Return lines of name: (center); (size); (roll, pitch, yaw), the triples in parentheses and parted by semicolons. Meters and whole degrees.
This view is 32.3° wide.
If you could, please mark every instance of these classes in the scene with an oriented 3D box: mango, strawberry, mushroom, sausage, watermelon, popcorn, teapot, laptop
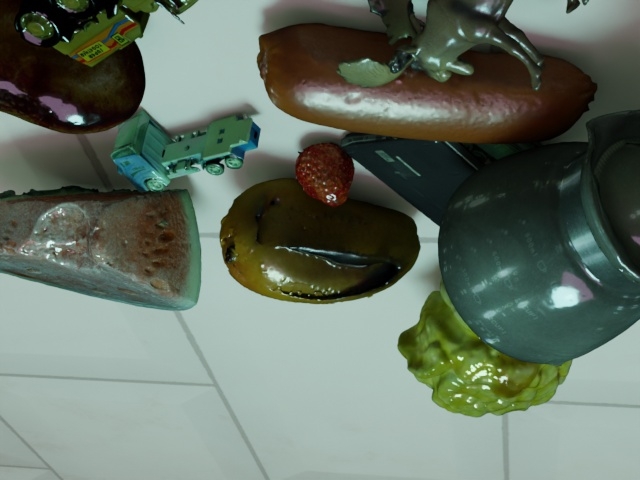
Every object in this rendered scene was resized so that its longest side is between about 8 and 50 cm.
mango: (0.000, 0.000, 1.346); (0.248, 0.156, 0.151); (-2, 173, -11)
strawberry: (0.006, -0.072, 1.277); (0.073, 0.083, 0.073); (-2, 135, -2)
mushroom: (-0.299, -0.174, 1.171); (0.227, 0.148, 0.217); (24, 165, -7)
sausage: (0.106, -0.151, 1.115); (0.348, 0.094, 0.097); (8, 151, -2)
watermelon: (-0.295, -0.016, 1.354); (0.318, 0.148, 0.226); (12, 170, -3)
popcorn: (0.227, 0.130, 1.466); (0.235, 0.181, 0.217); (13, 147, -18)
teapot: (0.278, 0.026, 1.068); (0.223, 0.305, 0.285); (-3, 164, -26)
laptop: (0.139, -0.068, 1.272); (0.153, 0.026, 0.207); (2, 154, 48)

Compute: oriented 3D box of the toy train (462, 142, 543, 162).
toy train: (0.202, -0.101, 1.229); (0.148, 0.038, 0.071); (30, 140, -30)

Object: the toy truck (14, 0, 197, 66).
toy truck: (-0.158, -0.250, 0.980); (0.127, 0.127, 0.257); (33, 140, -29)

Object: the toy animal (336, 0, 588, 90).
toy animal: (0.128, -0.206, 1.004); (0.186, 0.094, 0.214); (28, 119, 0)

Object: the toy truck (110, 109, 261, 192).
toy truck: (-0.157, -0.112, 1.266); (0.175, 0.067, 0.081); (-11, 143, 29)
